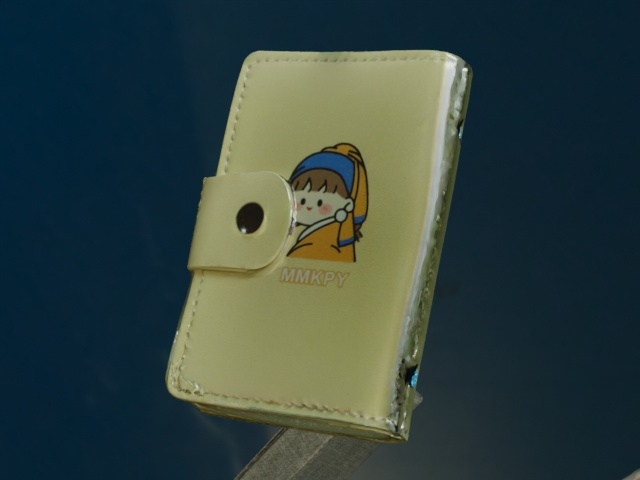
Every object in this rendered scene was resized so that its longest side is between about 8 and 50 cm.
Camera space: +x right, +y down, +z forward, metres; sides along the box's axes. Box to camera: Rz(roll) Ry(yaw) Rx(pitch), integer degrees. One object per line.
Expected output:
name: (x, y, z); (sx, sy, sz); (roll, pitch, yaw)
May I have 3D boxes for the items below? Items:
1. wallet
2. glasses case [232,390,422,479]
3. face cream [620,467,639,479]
wallet: (0.000, 0.000, 0.594); (0.110, 0.155, 0.039); (5, -16, 28)
glasses case: (-0.018, 0.170, 1.086); (0.205, 0.071, 0.047); (-47, -121, 8)
face cream: (0.270, 0.185, 0.585); (0.420, 0.137, 0.235); (36, -58, -27)
